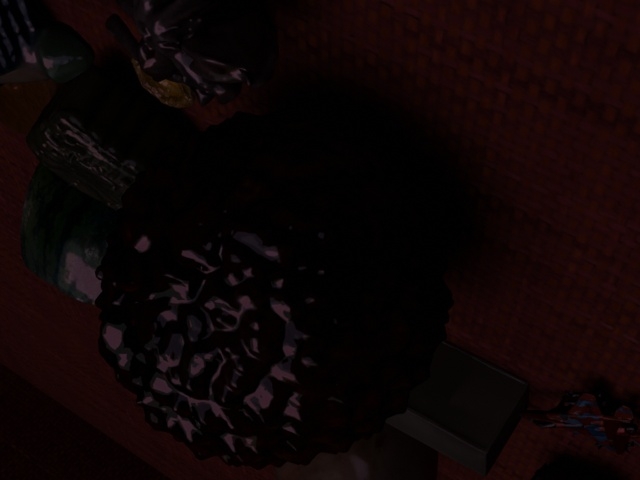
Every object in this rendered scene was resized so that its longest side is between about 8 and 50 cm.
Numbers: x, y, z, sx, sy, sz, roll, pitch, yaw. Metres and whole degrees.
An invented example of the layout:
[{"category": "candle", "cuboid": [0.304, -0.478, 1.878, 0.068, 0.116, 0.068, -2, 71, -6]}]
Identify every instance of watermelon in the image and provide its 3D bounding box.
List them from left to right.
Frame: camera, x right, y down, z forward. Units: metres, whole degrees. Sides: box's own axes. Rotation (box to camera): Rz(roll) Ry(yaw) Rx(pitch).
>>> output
[{"category": "watermelon", "cuboid": [-0.358, 0.022, 1.745, 0.292, 0.222, 0.319, 26, 151, 32]}]

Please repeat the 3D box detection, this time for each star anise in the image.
[{"category": "star anise", "cuboid": [-0.156, -0.274, 1.143, 0.359, 0.139, 0.316, 42, 150, 29]}]

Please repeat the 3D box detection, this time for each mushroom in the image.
[{"category": "mushroom", "cuboid": [0.076, 0.381, 1.769, 0.297, 0.297, 0.290, 23, -174, 29]}]

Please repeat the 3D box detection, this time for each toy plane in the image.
[{"category": "toy plane", "cuboid": [0.349, 0.239, 1.368, 0.189, 0.061, 0.130, 8, 141, 52]}]

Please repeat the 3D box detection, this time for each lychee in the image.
[{"category": "lychee", "cuboid": [-0.067, 0.054, 1.182, 0.424, 0.425, 0.500, 15, 176, 39]}]

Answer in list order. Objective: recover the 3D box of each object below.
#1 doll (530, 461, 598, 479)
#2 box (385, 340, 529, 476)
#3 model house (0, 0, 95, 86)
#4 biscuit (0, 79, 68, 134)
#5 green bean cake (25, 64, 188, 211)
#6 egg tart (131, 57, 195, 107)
[{"category": "doll", "cuboid": [0.413, 0.508, 1.531, 0.247, 0.247, 0.349, -6, 115, 55]}, {"category": "box", "cuboid": [0.176, 0.227, 1.485, 0.225, 0.129, 0.086, 26, 150, 25]}, {"category": "model house", "cuboid": [-0.383, -0.324, 1.164, 0.284, 0.243, 0.298, 4, 126, 33]}, {"category": "biscuit", "cuboid": [-0.540, -0.324, 1.589, 0.365, 0.062, 0.385, 39, 155, -4]}, {"category": "green bean cake", "cuboid": [-0.310, -0.136, 1.499, 0.222, 0.125, 0.227, 33, 159, -18]}, {"category": "egg tart", "cuboid": [-0.205, -0.223, 1.354, 0.105, 0.039, 0.105, 30, 153, 17]}]
